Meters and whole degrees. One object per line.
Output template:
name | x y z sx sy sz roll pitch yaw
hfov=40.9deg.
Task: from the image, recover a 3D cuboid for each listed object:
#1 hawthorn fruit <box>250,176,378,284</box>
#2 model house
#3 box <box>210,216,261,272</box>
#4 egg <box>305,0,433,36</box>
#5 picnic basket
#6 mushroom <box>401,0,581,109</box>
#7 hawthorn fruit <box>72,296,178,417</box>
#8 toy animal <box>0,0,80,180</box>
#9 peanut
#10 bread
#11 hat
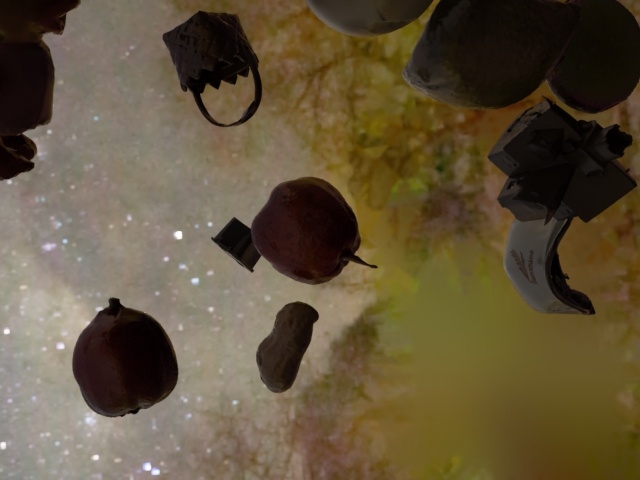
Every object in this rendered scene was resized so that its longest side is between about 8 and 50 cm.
hawthorn fruit | 0.000 0.000 1.634 0.207 0.243 0.207 -54 -14 -20
model house | 0.430 -0.130 1.482 0.204 0.211 0.243 -54 10 -15
box | -0.162 0.007 1.763 0.069 0.084 0.122 -51 -20 -6
egg | 0.077 -0.416 1.268 0.269 0.219 0.219 170 92 -67
picnic basket | -0.159 -0.269 1.379 0.137 0.128 0.179 -19 -100 -58
mushroom | 0.286 -0.328 1.409 0.292 0.217 0.212 -58 -8 24
hawthorn fruit | -0.315 0.184 1.371 0.169 0.168 0.188 17 -119 -80
toy animal | -0.373 -0.228 0.975 0.195 0.168 0.281 -121 47 -66
peanut | -0.065 0.205 1.631 0.100 0.099 0.214 -84 18 -57
bread | 0.523 -0.354 1.633 0.033 0.228 0.229 -154 52 -72
hat | 0.449 0.055 1.734 0.301 0.167 0.258 -21 -82 -72
